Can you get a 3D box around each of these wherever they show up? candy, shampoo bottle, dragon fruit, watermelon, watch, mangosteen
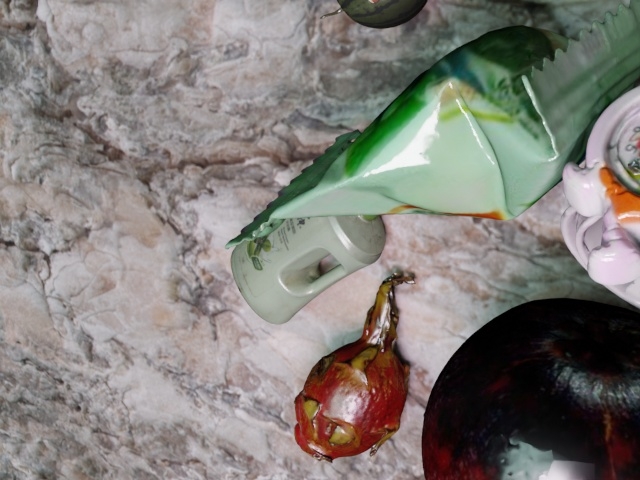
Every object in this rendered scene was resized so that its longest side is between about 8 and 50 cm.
[{"bbox_3d":[0.108,-0.097,1.014,0.398,0.263,0.172,-11,103,37],"label":"candy"},{"bbox_3d":[0.000,0.000,1.227,0.234,0.087,0.118,-36,77,36],"label":"shampoo bottle"},{"bbox_3d":[0.050,0.151,1.218,0.125,0.125,0.246,20,94,0],"label":"dragon fruit"},{"bbox_3d":[0.056,-0.272,1.103,0.133,0.105,0.105,-30,83,17],"label":"watermelon"},{"bbox_3d":[0.323,0.008,0.872,0.244,0.231,0.196,26,71,30],"label":"watch"},{"bbox_3d":[0.237,0.206,0.985,0.300,0.300,0.300,10,107,34],"label":"mangosteen"}]
